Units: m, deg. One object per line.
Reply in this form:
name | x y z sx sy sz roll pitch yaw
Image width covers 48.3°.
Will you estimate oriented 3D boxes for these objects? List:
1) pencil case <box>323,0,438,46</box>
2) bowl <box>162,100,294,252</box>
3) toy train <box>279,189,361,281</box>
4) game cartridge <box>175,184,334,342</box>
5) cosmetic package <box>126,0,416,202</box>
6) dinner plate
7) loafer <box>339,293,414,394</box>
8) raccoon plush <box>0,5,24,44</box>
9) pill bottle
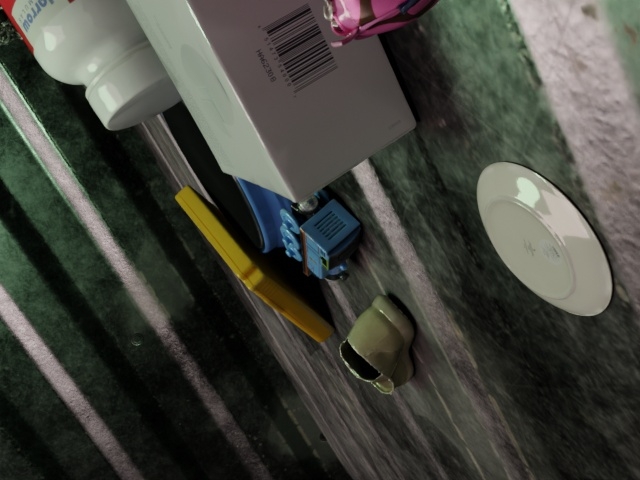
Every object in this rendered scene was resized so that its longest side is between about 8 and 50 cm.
pencil case | 0.004 -0.223 0.419 0.209 0.098 0.095 60 180 -8
bowl | -0.168 -0.147 1.243 0.391 0.077 0.391 51 165 19
toy train | 0.000 0.000 0.999 0.105 0.080 0.184 46 164 18
game cartridge | -0.128 0.052 1.422 0.285 0.053 0.324 46 -178 36
cosmetic package | -0.058 -0.176 0.659 0.224 0.138 0.225 62 164 -23
dinner plate | 0.166 0.003 0.556 0.141 0.017 0.141 50 164 20
loafer | 0.079 0.168 1.072 0.102 0.092 0.268 49 165 28
raccoon plush | -0.409 -0.497 1.223 0.216 0.299 0.446 -117 29 -75
pill bottle | -0.329 -0.366 0.973 0.407 0.229 0.229 57 167 -2
